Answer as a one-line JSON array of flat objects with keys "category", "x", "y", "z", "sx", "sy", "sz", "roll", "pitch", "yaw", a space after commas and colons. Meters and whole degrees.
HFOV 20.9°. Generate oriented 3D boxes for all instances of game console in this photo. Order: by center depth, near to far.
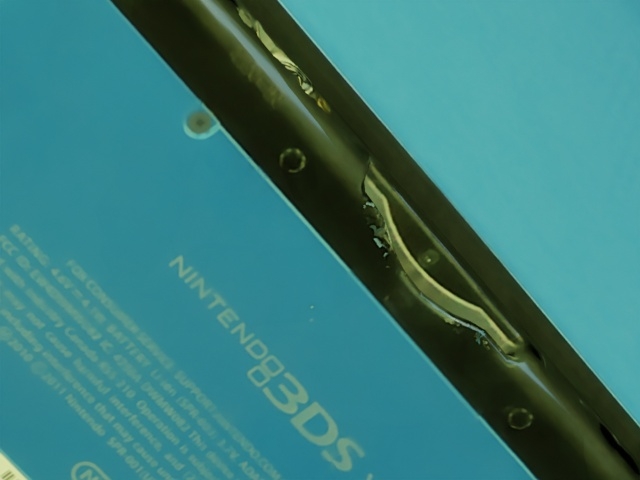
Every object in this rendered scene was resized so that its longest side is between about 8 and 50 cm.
[{"category": "game console", "x": 0.000, "y": 0.000, "z": 0.547, "sx": 0.293, "sy": 0.250, "sz": 0.173, "roll": 48, "pitch": 16, "yaw": -16}]
